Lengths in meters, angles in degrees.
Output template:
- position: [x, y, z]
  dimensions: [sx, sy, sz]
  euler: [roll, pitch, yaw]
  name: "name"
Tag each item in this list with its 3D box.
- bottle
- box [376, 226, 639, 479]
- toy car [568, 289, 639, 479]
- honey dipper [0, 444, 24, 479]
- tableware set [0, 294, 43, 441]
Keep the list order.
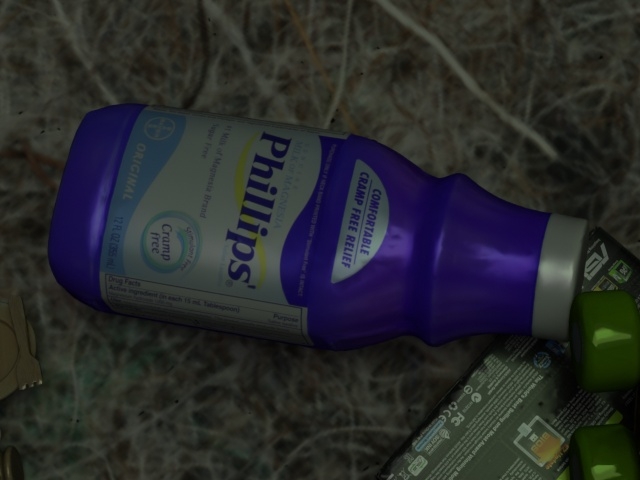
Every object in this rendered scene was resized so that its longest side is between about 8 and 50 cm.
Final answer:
- position: [0.000, 0.000, 0.983]
  dimensions: [0.282, 0.092, 0.118]
  euler: [10, 74, 12]
  name: "bottle"
- position: [0.158, 0.121, 0.995]
  dimensions: [0.184, 0.045, 0.191]
  euler: [41, 81, 7]
  name: "box"
- position: [0.210, 0.106, 0.862]
  dimensions: [0.155, 0.188, 0.149]
  euler: [-4, 113, -2]
  name: "toy car"
- position: [-0.246, 0.141, 1.014]
  dimensions: [0.160, 0.030, 0.030]
  euler: [-10, 78, 4]
  name: "honey dipper"
- position: [-0.236, 0.096, 1.005]
  dimensions: [0.168, 0.020, 0.141]
  euler: [-3, 63, 10]
  name: "tableware set"
